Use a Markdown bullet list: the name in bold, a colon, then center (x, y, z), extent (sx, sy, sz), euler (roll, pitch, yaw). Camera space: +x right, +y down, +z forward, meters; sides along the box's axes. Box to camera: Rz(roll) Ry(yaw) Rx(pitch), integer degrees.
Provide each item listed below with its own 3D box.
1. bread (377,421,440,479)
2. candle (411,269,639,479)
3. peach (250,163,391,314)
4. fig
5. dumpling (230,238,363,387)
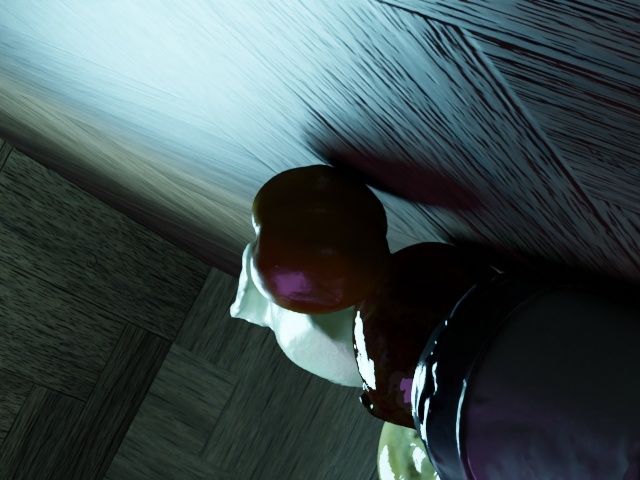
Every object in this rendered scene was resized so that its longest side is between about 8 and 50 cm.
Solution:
- **bread**: center (0.282, 0.299, 1.849), extent (0.376, 0.253, 0.348), euler (29, -142, -30)
- **candle**: center (0.250, 0.161, 1.203), extent (0.221, 0.221, 0.342), euler (32, 173, -40)
- **peach**: center (0.000, 0.000, 1.332), extent (0.138, 0.138, 0.138), euler (27, 175, 3)
- **fig**: center (0.113, 0.102, 1.427), extent (0.205, 0.205, 0.205), euler (27, 175, 3)
- **dumpling**: center (0.037, 0.084, 2.043), extent (0.318, 0.187, 0.243), euler (18, 133, 14)
